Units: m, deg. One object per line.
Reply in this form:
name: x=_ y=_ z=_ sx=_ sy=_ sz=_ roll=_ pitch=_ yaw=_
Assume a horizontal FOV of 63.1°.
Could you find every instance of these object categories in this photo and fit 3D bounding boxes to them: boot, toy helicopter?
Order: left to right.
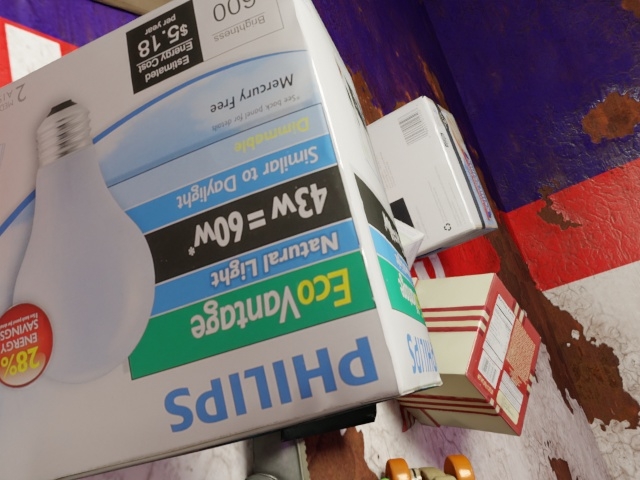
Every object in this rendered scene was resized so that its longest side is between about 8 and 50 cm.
boot: x=-0.100 y=0.307 z=0.637 sx=0.208 sy=0.076 sz=0.190 roll=-7 pitch=72 yaw=-51
toy helicopter: x=0.200 y=0.479 z=0.771 sx=0.355 sy=0.140 sz=0.235 roll=133 pitch=-44 yaw=-82

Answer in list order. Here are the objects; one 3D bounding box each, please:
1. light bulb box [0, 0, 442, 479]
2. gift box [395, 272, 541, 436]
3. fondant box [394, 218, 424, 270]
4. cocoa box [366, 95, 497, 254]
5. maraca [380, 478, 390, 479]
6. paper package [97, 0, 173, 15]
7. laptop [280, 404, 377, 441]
light bulb box: x=-0.113 y=0.007 z=0.503 sx=0.225 sy=0.357 sz=0.362 roll=33 pitch=40 yaw=-67
gift box: x=0.241 y=0.231 z=1.025 sx=0.255 sy=0.258 sz=0.276 roll=51 pitch=53 yaw=-24
fondant box: x=0.000 y=0.000 z=0.849 sx=0.238 sy=0.096 sz=0.330 roll=29 pitch=23 yaw=23
cocoa box: x=0.265 y=-0.145 z=1.339 sx=0.227 sy=0.231 sz=0.348 roll=-2 pitch=70 yaw=-58
maraca: x=0.086 y=0.452 z=0.779 sx=0.127 sy=0.099 sz=0.186 roll=-3 pitch=96 yaw=-58
paper package: x=-0.320 y=-0.540 z=0.805 sx=0.309 sy=0.168 sz=0.325 roll=-12 pitch=80 yaw=-59
laptop: x=-0.037 y=0.154 z=0.809 sx=0.264 sy=0.137 sz=0.234 roll=34 pitch=11 yaw=37
